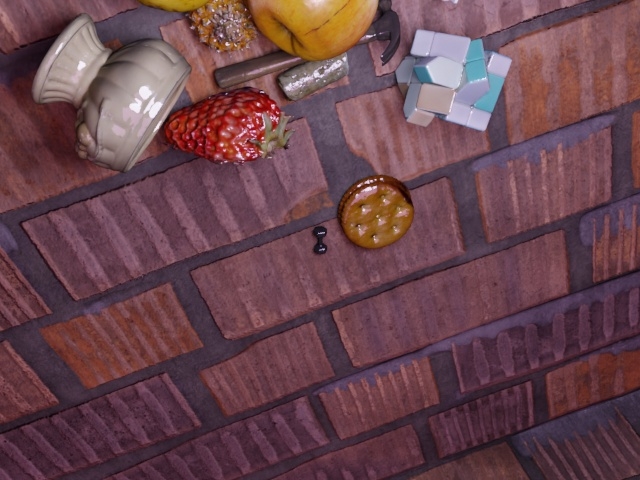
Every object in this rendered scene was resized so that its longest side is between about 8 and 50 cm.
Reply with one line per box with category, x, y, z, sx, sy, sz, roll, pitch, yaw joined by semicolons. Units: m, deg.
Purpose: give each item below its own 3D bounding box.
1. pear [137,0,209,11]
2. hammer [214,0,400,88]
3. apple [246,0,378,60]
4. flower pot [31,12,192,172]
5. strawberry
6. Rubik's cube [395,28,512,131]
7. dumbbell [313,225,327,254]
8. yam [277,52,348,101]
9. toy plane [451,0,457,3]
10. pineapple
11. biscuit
pear;-0.287;-0.578;1.203;0.281;0.280;0.280;-7;125;-9
hammer;-0.030;-0.434;1.471;0.441;0.168;0.044;-14;159;7
apple;-0.016;-0.507;1.309;0.286;0.286;0.233;33;85;-31
flower pot;-0.446;-0.315;1.347;0.244;0.307;0.307;32;112;-13
strawberry;-0.205;-0.282;1.488;0.254;0.280;0.150;-23;124;-44
Rubik's cube;0.295;-0.371;1.500;0.213;0.265;0.224;11;106;-25
dumbbell;0.000;0.000;1.819;0.040;0.036;0.083;-9;126;-10
yam;-0.013;-0.395;1.518;0.179;0.078;0.078;-26;126;0
toy plane;0.311;-0.653;1.394;0.253;0.118;0.252;-7;123;-11
pineapple;-0.202;-0.475;1.374;0.161;0.136;0.176;-42;124;16
biscuit;0.156;-0.078;1.785;0.221;0.066;0.220;-7;125;-10
